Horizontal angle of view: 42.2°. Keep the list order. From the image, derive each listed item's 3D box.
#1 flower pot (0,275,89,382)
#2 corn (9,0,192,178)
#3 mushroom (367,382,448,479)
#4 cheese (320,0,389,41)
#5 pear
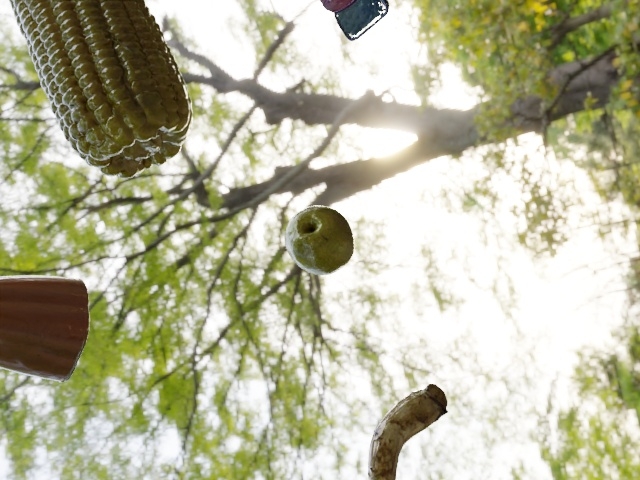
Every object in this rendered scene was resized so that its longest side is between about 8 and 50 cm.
[{"bbox_3d":[-0.506,0.139,1.395,0.173,0.191,0.190,13,-117,-35],"label":"flower pot"},{"bbox_3d":[-0.233,-0.222,0.806,0.131,0.131,0.344,5,-125,-63],"label":"corn"},{"bbox_3d":[0.071,0.365,1.089,0.301,0.233,0.208,-98,13,-49],"label":"mushroom"},{"bbox_3d":[-0.006,-0.357,0.993,0.244,0.155,0.062,55,-137,-3],"label":"cheese"},{"bbox_3d":[0.000,0.000,1.763,0.162,0.149,0.148,44,-141,-61],"label":"pear"}]
